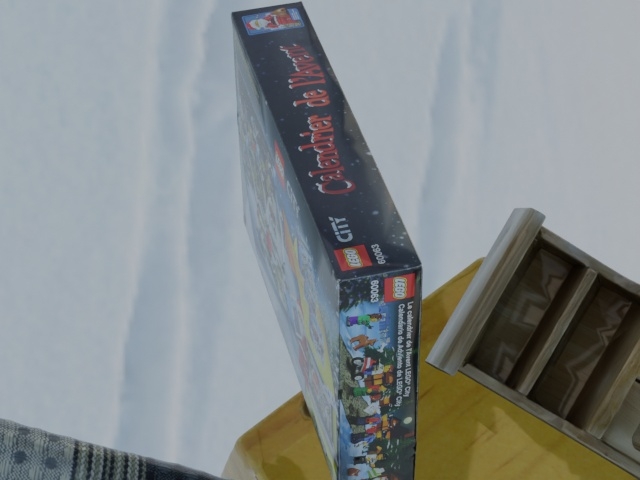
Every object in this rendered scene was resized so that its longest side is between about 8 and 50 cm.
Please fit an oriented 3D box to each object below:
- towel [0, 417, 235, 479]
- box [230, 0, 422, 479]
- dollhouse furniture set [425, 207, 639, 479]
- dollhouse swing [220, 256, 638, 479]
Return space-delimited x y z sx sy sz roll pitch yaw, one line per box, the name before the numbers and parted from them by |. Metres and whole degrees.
towel | -0.075 0.285 0.913 0.312 0.056 0.324 17 60 -15
box | 0.000 0.000 0.917 0.233 0.044 0.159 -111 -164 -46
dollhouse furniture set | 0.173 0.069 0.887 0.212 0.161 0.242 -59 -173 -4
dollhouse swing | 0.125 0.253 1.292 0.347 0.315 0.305 53 0 13
